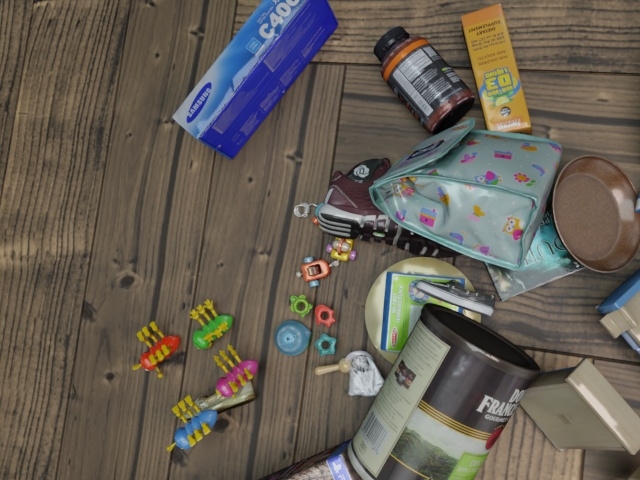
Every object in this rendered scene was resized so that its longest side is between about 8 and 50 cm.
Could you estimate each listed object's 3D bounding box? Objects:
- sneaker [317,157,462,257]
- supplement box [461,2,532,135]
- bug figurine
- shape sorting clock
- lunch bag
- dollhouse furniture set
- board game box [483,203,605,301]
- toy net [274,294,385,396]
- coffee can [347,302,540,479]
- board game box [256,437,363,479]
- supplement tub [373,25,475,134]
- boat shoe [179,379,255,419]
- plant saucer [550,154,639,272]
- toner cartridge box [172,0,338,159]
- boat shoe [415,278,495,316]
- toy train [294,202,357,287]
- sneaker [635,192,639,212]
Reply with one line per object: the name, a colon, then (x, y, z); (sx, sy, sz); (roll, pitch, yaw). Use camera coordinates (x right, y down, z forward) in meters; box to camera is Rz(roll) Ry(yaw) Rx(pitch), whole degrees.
sneaker: (0.144, -0.073, 1.125); (0.281, 0.106, 0.162); (12, 64, 0)
supplement box: (0.315, -0.293, 1.114); (0.078, 0.080, 0.233); (-14, 84, 15)
bug figurine: (-0.231, 0.248, 1.169); (0.216, 0.072, 0.279); (-36, 52, -3)
shape sorting clock: (0.183, 0.133, 1.119); (0.206, 0.040, 0.206); (0, 87, 2)
lunch bag: (0.236, -0.093, 1.020); (0.262, 0.223, 0.160); (18, 127, 23)
dollhouse furniture set: (0.518, 0.225, 1.001); (0.303, 0.198, 0.286); (-37, 83, -18)
board game box: (0.379, 0.015, 1.091); (0.186, 0.026, 0.126); (-24, 78, 10)
toy net: (0.027, 0.199, 1.153); (0.232, 0.045, 0.122); (29, 90, 13)
coffee can: (0.193, 0.269, 1.003); (0.201, 0.201, 0.275); (30, 100, 15)
board game box: (-0.029, 0.519, 1.080); (0.291, 0.141, 0.232); (-27, 78, 10)
supplement tub: (0.182, -0.296, 1.133); (0.106, 0.106, 0.198); (-38, 76, 7)
boat shoe: (-0.200, 0.306, 1.193); (0.153, 0.056, 0.048); (-21, 70, 10)
plant saucer: (0.453, -0.043, 1.034); (0.199, 0.036, 0.198); (4, 80, -22)
toner cartridge box: (-0.116, -0.326, 1.180); (0.075, 0.165, 0.348); (40, 94, 16)
boat shoe: (0.235, 0.091, 1.078); (0.142, 0.049, 0.040); (20, 82, -3)
toy train: (0.000, 0.000, 1.177); (0.125, 0.046, 0.166); (-11, 82, 12)
sneaker: (0.588, -0.038, 1.026); (0.144, 0.053, 0.059); (34, 79, 18)
